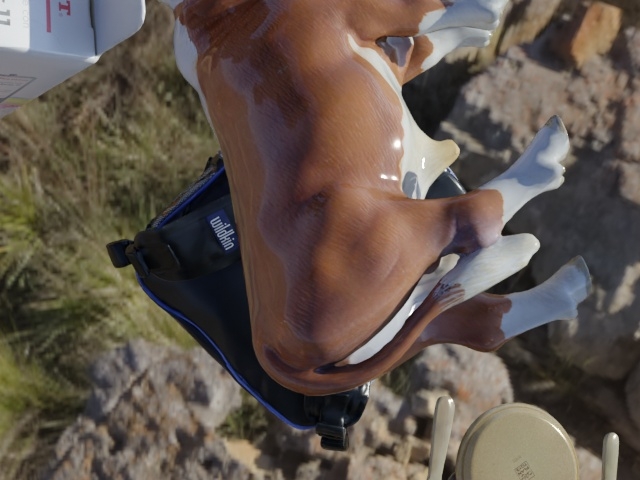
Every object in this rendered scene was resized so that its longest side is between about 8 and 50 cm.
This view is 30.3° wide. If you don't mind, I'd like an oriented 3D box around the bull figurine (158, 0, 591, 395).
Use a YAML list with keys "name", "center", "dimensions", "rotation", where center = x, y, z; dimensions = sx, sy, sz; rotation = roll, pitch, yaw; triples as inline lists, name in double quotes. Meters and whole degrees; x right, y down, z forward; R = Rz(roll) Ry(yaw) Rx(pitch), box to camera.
- name: "bull figurine"
  center: [0.015, -0.068, 0.616]
  dimensions: [0.189, 0.101, 0.310]
  rotation: [-13, 63, 1]

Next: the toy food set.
- name: "toy food set"
  center: [0.172, 0.212, 1.057]
  dimensions: [0.192, 0.038, 0.132]
  rotation: [16, 75, -17]

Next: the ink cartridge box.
- name: "ink cartridge box"
  center: [-0.282, -0.222, 0.970]
  dimensions: [0.119, 0.353, 0.207]
  rotation: [2, 79, -38]

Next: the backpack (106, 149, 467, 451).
- name: "backpack"
  center: [0.000, 0.000, 1.066]
  dimensions: [0.276, 0.263, 0.213]
  rotation: [44, 11, -12]
